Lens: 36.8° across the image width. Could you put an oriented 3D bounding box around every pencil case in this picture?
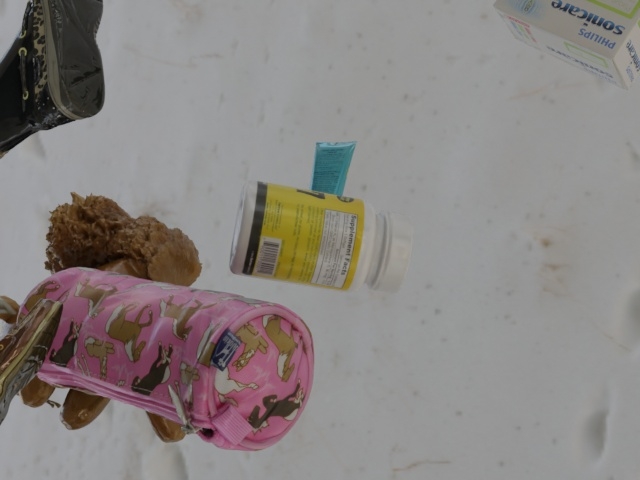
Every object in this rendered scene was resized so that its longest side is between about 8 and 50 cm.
[{"bbox_3d":[-0.192,0.126,1.121,0.386,0.167,0.160,8,90,42],"label":"pencil case"}]

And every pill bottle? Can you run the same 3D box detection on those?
[{"bbox_3d":[0.000,0.000,1.175,0.119,0.208,0.119,-170,90,-81],"label":"pill bottle"}]

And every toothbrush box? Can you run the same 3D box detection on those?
[{"bbox_3d":[0.419,-0.393,1.375,0.206,0.122,0.283,35,95,31],"label":"toothbrush box"}]

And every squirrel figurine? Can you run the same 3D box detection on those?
[{"bbox_3d":[-0.396,0.125,1.662,0.370,0.281,0.397,-4,63,44],"label":"squirrel figurine"}]

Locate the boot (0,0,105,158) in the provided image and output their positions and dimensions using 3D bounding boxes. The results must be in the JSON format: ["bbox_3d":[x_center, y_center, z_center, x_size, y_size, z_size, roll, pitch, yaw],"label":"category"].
[{"bbox_3d":[-0.326,-0.207,1.052,0.178,0.085,0.236,-24,62,27],"label":"boot"}]

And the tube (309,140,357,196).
[{"bbox_3d":[0.007,-0.075,1.620,0.080,0.052,0.207,3,70,24],"label":"tube"}]

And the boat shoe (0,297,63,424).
[{"bbox_3d":[-0.311,0.119,0.929,0.064,0.060,0.178,112,-176,-50],"label":"boat shoe"}]
